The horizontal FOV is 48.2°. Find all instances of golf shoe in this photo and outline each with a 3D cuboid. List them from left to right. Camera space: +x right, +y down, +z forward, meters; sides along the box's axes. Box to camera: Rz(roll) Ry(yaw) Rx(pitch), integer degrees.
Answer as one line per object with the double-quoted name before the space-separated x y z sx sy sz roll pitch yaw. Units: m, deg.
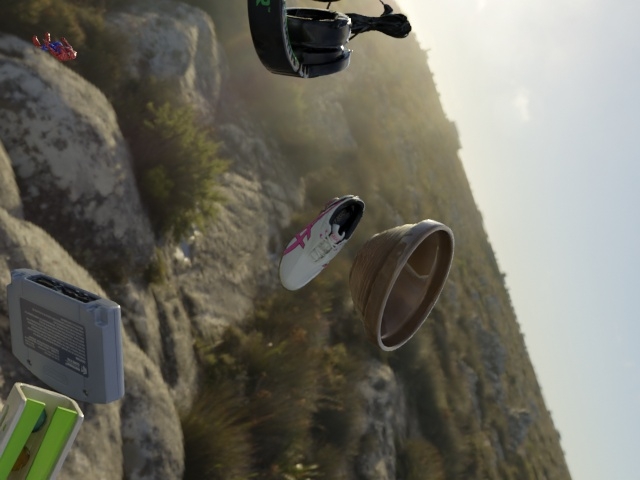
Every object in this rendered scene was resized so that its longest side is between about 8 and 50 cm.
"golf shoe" 0.000 0.000 1.130 0.067 0.186 0.086 40 -12 -11

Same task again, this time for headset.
"headset" 0.017 -0.349 1.037 0.394 0.185 0.243 -17 118 -74

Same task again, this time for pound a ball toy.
"pound a ball toy" -0.553 0.455 1.365 0.208 0.319 0.136 27 -5 -32

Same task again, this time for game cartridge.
"game cartridge" -0.454 0.174 1.274 0.060 0.294 0.196 -13 112 -52

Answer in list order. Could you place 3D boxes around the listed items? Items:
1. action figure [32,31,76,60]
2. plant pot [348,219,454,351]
"action figure" -0.452 -0.331 1.226 0.038 0.115 0.030 -27 136 -38
"plant pot" 0.124 0.063 1.238 0.237 0.110 0.237 -39 143 -38
